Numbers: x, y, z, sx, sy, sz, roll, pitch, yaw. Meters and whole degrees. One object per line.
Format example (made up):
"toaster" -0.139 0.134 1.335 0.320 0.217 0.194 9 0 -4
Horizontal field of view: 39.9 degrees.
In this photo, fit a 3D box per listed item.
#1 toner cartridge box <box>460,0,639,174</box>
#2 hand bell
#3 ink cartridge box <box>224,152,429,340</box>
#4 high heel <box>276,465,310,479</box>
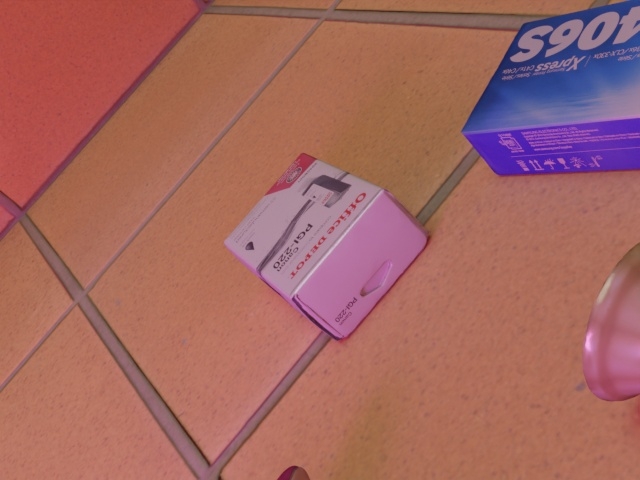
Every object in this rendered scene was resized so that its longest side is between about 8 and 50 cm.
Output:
"toner cartridge box" 0.310 -0.151 0.823 0.348 0.075 0.165 2 56 52
"hand bell" 0.298 0.091 0.540 0.242 0.126 0.126 26 74 47
"ink cartridge box" 0.000 0.000 1.019 0.158 0.092 0.218 -49 31 -5
"high heel" -0.073 0.311 0.745 0.117 0.082 0.244 -10 58 32
